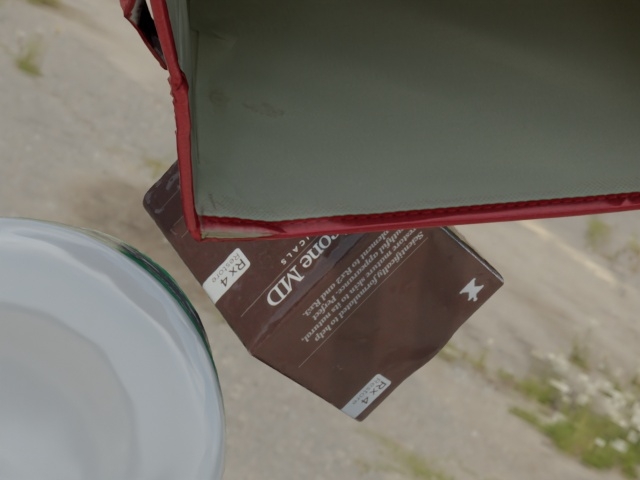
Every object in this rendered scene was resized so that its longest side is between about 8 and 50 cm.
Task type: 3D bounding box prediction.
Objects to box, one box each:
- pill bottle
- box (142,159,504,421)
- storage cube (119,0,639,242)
[{"bbox_3d":[-0.157,0.090,0.795,0.204,0.204,0.361,22,-2,-6],"label":"pill bottle"},{"bbox_3d":[0.000,0.000,1.154,0.167,0.168,0.203,38,9,-48],"label":"box"},{"bbox_3d":[0.041,-0.131,0.460,0.214,0.184,0.193,-6,60,-2],"label":"storage cube"}]
